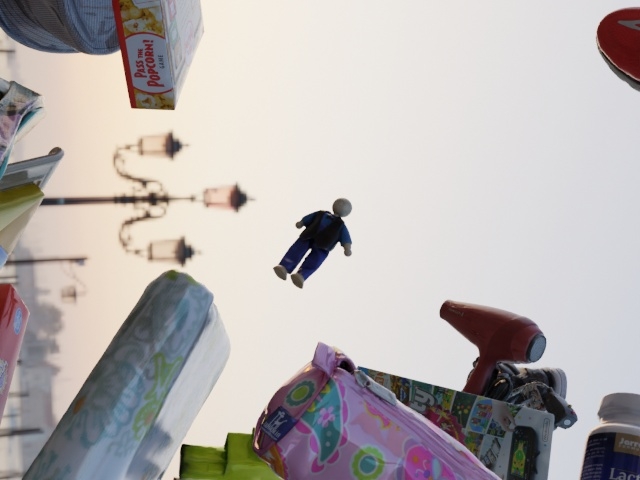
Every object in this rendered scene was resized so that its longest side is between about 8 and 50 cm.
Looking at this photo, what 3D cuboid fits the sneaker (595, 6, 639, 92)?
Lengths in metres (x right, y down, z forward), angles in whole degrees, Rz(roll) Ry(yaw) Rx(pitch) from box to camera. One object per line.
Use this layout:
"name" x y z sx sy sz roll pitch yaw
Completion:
"sneaker" 0.431 -0.209 1.104 0.279 0.118 0.107 40 -86 36

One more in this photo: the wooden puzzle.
"wooden puzzle" -0.389 0.006 1.044 0.044 0.239 0.221 42 -61 6

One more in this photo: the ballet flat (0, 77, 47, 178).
"ballet flat" -0.279 -0.095 0.788 0.077 0.079 0.221 -44 -161 13

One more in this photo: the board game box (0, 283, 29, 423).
"board game box" -0.500 0.201 1.144 0.064 0.242 0.316 78 8 -46

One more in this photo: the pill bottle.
"pill bottle" 0.519 0.404 1.648 0.153 0.153 0.264 121 -11 -60

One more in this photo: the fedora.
"fedora" -0.272 -0.323 1.162 0.124 0.244 0.275 50 -47 41

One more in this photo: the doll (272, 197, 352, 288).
"doll" 0.000 0.000 1.739 0.129 0.189 0.046 25 -24 26

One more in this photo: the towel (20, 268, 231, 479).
"towel" -0.212 0.209 1.045 0.320 0.090 0.374 -62 175 -14

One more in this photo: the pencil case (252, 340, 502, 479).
"pencil case" 0.076 0.208 0.833 0.124 0.284 0.124 -50 -173 9

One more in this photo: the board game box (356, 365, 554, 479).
"board game box" 0.173 0.335 1.416 0.097 0.304 0.224 99 6 -59

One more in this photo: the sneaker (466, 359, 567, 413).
"sneaker" 0.327 0.278 1.777 0.268 0.153 0.101 131 -29 -63

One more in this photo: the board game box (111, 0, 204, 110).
"board game box" -0.147 -0.238 0.872 0.146 0.045 0.193 -81 172 -48

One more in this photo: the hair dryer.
"hair dryer" 0.262 0.207 1.560 0.080 0.224 0.293 50 19 -49

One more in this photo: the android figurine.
"android figurine" -0.043 0.296 1.191 0.248 0.273 0.056 106 -17 -47
